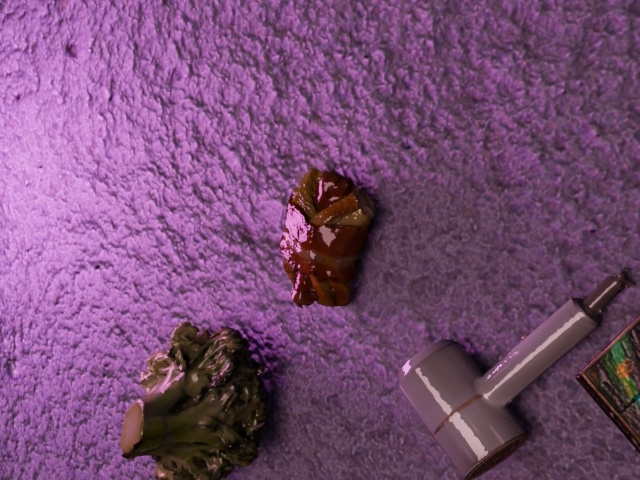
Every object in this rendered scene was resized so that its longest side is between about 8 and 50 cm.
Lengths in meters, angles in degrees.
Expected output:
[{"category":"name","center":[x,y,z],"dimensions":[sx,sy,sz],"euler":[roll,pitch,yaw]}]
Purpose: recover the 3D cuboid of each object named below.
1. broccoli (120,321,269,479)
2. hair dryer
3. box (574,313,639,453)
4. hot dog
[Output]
[{"category":"broccoli","center":[-0.217,0.264,1.866],"dimensions":[0.247,0.245,0.288],"euler":[12,97,45]},{"category":"hair dryer","center":[0.272,0.145,1.587],"dimensions":[0.357,0.107,0.173],"euler":[-45,69,22]},{"category":"box","center":[0.448,0.201,1.458],"dimensions":[0.240,0.071,0.159],"euler":[51,124,22]},{"category":"hot dog","center":[0.000,0.000,1.759],"dimensions":[0.146,0.103,0.213],"euler":[23,109,33]}]
